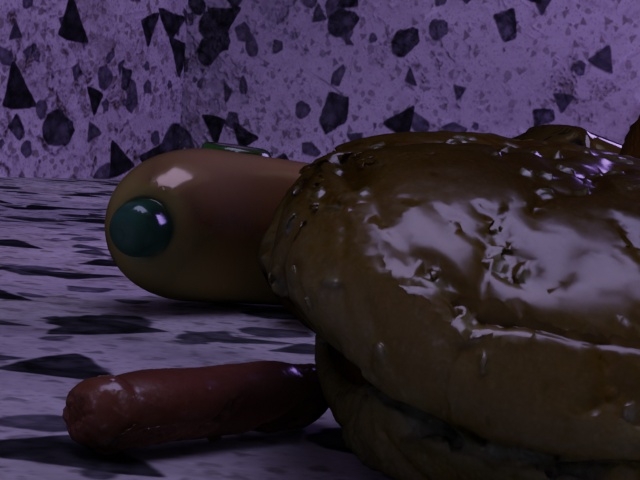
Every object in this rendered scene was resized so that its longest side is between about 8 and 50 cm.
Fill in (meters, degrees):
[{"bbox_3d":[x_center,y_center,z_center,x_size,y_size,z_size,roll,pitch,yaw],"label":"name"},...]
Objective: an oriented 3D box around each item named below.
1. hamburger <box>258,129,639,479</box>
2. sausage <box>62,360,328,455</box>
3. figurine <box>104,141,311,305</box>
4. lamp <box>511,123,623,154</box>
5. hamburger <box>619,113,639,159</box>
[{"bbox_3d":[0.114,0.027,0.698,0.284,0.134,0.265,5,8,0],"label":"hamburger"},{"bbox_3d":[-0.047,0.072,0.719,0.042,0.036,0.158,22,14,38],"label":"sausage"},{"bbox_3d":[0.000,0.000,1.209,0.324,0.124,0.222,8,4,-8],"label":"figurine"},{"bbox_3d":[0.159,0.000,1.079,0.161,0.161,0.185,4,5,-6],"label":"lamp"},{"bbox_3d":[0.231,0.009,0.891,0.118,0.182,0.191,-3,4,4],"label":"hamburger"}]
